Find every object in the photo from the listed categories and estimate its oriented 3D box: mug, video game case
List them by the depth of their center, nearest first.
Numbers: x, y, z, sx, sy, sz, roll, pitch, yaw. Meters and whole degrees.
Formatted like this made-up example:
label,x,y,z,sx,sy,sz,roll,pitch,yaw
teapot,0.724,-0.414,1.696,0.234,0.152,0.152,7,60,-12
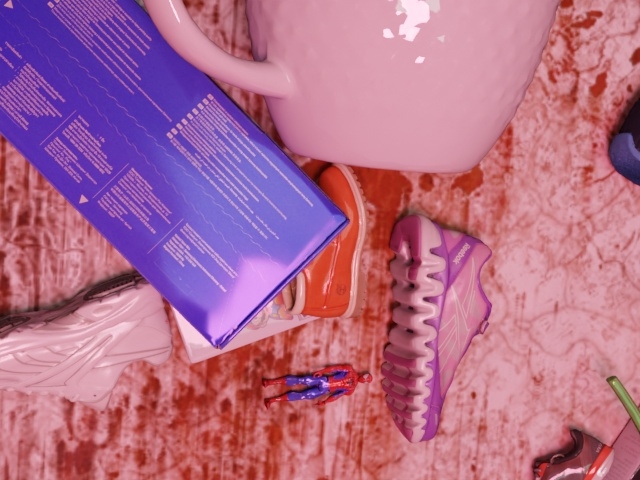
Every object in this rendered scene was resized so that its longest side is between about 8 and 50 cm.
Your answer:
label,x,y,z,sx,sy,sz,roll,pitch,yaw
mug,0.027,-0.229,0.661,0.374,0.276,0.328,-2,104,-34
video game case,-0.087,0.027,0.812,0.143,0.019,0.157,-19,101,-9

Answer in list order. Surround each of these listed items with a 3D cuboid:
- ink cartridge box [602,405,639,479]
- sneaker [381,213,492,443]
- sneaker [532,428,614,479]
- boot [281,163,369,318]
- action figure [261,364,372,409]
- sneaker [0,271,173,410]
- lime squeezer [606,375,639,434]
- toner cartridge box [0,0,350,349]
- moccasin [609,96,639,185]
label,x,y,z,sx,sy,sz,roll,pitch,yaw
ink cartridge box,0.407,0.295,0.932,0.176,0.069,0.371,35,91,-13
sneaker,0.126,0.092,0.833,0.105,0.095,0.236,3,95,-20
sneaker,0.259,0.279,0.908,0.065,0.061,0.158,38,87,13
boot,0.000,0.000,0.796,0.085,0.059,0.157,0,91,-27
action figure,-0.001,0.152,0.842,0.115,0.030,0.038,-8,93,-13
sneaker,-0.244,0.117,0.756,0.232,0.090,0.115,-19,104,-9
lime squeezer,0.353,0.299,0.871,0.110,0.059,0.310,4,96,21
toner cartridge box,-0.153,-0.083,0.725,0.165,0.075,0.348,-44,92,-5
moccasin,0.484,-0.065,0.867,0.342,0.138,0.116,25,86,-15
